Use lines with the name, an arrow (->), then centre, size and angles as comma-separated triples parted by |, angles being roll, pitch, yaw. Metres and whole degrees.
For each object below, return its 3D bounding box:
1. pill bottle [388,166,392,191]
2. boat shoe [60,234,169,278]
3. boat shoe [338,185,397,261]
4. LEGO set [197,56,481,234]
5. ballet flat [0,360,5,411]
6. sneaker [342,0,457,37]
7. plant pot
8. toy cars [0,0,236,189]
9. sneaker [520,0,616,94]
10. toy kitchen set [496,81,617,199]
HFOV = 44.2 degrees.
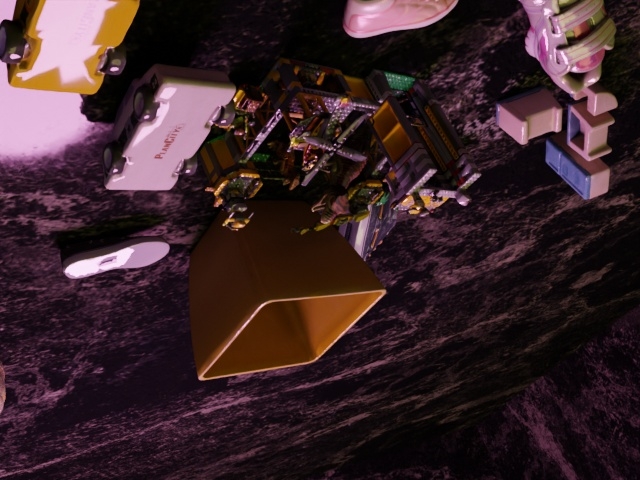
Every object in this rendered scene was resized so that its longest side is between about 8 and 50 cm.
pill bottle -> 0.167, -0.096, 1.198 | 0.116, 0.065, 0.065 | -10, 150, -27
boat shoe -> -0.273, 0.012, 1.043 | 0.142, 0.040, 0.049 | -12, 142, -25
boat shoe -> 0.069, 0.000, 1.236 | 0.083, 0.065, 0.183 | -7, 123, -37
LEGO set -> 0.031, -0.077, 0.968 | 0.331, 0.192, 0.255 | 8, 139, -48
ballet flat -> -0.584, 0.208, 1.048 | 0.123, 0.123, 0.348 | -41, 150, 29
sneaker -> 0.088, -0.262, 0.835 | 0.134, 0.051, 0.070 | -18, 159, -6
plant pot -> -0.073, 0.056, 1.132 | 0.212, 0.187, 0.212 | -2, 147, -39
toy cars -> -0.185, -0.171, 0.738 | 0.176, 0.087, 0.394 | -20, 157, 1
sneaker -> 0.305, -0.266, 0.949 | 0.103, 0.111, 0.252 | -31, 153, 11
toy kitchen set -> 0.351, -0.158, 1.230 | 0.166, 0.122, 0.207 | -21, 134, -8
